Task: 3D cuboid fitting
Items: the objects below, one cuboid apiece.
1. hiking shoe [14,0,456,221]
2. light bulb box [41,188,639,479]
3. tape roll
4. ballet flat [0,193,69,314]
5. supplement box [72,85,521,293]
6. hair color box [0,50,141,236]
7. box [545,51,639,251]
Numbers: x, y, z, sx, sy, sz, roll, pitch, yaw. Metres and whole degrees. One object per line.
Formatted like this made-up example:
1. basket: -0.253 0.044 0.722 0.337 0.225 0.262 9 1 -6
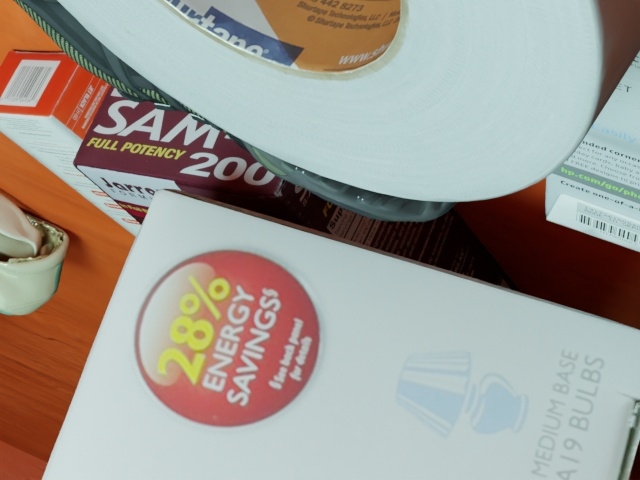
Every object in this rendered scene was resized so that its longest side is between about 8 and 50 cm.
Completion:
1. hiking shoe: -0.039 -0.085 0.583 0.227 0.086 0.114 34 175 -11
2. light bulb box: -0.015 0.221 0.703 0.225 0.358 0.361 16 161 6
3. tape roll: -0.008 -0.108 0.394 0.219 0.072 0.219 30 158 14
4. ballet flat: -0.295 -0.032 1.078 0.248 0.086 0.086 29 162 -17
5. supplement box: 0.000 0.000 0.756 0.130 0.073 0.239 10 156 36
6. hair color box: -0.113 -0.048 0.819 0.072 0.043 0.141 8 155 43
7. box: 0.152 -0.035 0.510 0.145 0.038 0.186 20 163 15
